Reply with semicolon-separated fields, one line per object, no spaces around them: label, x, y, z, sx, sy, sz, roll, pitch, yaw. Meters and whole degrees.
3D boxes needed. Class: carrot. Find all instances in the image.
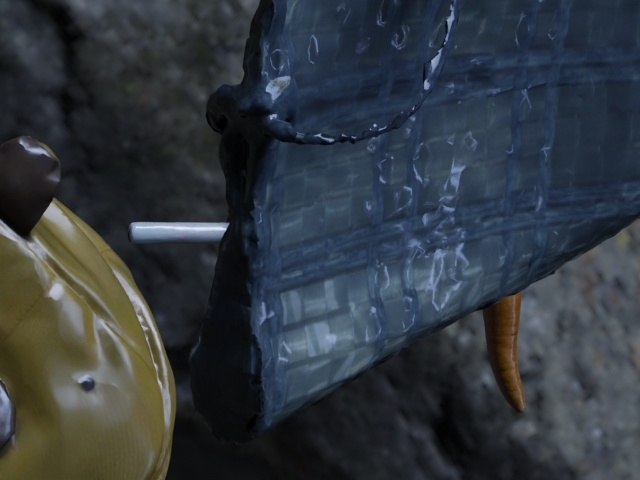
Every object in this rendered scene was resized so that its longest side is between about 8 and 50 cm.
carrot;0.156;0.078;1.642;0.035;0.035;0.142;-26;112;-69

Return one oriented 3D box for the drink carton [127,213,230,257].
drink carton;0.000;0.000;1.042;0.200;0.084;0.074;-14;60;-25

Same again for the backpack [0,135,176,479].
backpack;-0.274;0.104;1.408;0.378;0.353;0.201;39;-7;-3

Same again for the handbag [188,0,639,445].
handbag;0.034;-0.086;0.522;0.088;0.270;0.175;18;21;30
